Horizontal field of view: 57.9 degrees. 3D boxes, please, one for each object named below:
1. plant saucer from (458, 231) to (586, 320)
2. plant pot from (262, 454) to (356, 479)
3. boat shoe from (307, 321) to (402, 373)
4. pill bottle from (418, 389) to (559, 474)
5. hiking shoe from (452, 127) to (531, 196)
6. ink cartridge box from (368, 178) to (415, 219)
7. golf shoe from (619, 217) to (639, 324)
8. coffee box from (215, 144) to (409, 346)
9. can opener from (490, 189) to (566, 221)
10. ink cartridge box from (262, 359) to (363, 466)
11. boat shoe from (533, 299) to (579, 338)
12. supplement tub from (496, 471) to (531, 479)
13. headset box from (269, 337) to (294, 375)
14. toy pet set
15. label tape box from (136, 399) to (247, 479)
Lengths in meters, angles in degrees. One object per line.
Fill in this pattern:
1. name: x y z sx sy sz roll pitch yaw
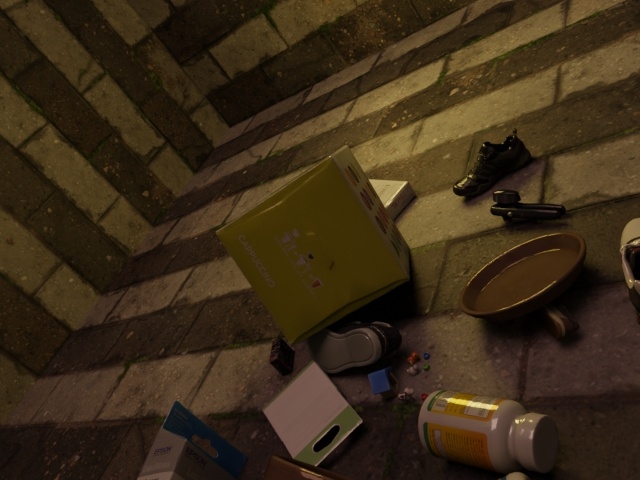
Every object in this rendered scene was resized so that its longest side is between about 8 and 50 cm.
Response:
1. plant saucer: 0.413 0.077 1.183 0.278 0.041 0.278 -33 10 7
2. plant pot: 0.008 0.501 0.932 0.263 0.263 0.229 -3 63 50
3. boat shoe: 0.073 0.251 1.366 0.091 0.114 0.302 -9 -2 -33
4. pill bottle: 0.278 0.320 0.965 0.208 0.117 0.117 -7 41 47
5. hiking shoe: 0.449 -0.212 1.576 0.227 0.114 0.086 -33 27 11
6. ink cartridge box: 0.144 -0.116 1.872 0.186 0.065 0.311 -48 30 -17
7. golf shoe: 0.586 0.030 1.026 0.105 0.120 0.273 -24 29 32
8. coffee box: 0.000 0.000 1.471 0.338 0.338 0.334 -31 7 14
9. can opener: 0.488 -0.073 1.378 0.059 0.073 0.186 -42 35 -24
10. ink cartridge box: -0.014 0.397 1.287 0.171 0.056 0.235 -43 37 -6
11. boat shoe: 0.447 0.140 1.110 0.049 0.056 0.152 -8 23 3
12. supplement tub: 0.233 0.434 0.815 0.199 0.144 0.144 -32 27 13
13. headset box: -0.101 0.309 1.522 0.032 0.062 0.083 -28 29 23
14. toy pet set: 0.166 0.282 1.224 0.114 0.065 0.122 -24 30 27
15. label tape box: -0.244 0.524 1.159 0.115 0.249 0.348 -22 31 31
